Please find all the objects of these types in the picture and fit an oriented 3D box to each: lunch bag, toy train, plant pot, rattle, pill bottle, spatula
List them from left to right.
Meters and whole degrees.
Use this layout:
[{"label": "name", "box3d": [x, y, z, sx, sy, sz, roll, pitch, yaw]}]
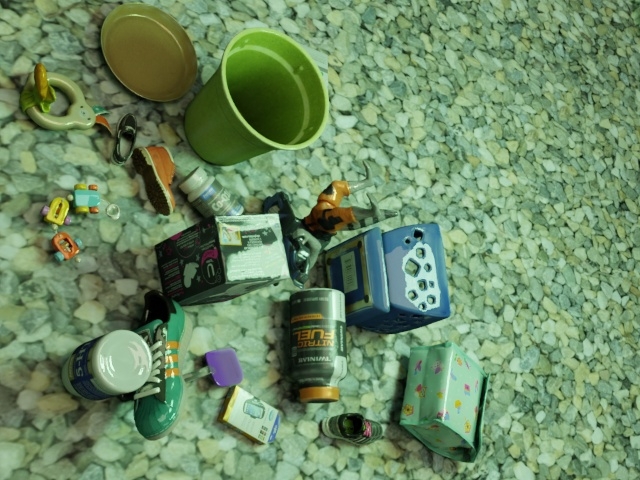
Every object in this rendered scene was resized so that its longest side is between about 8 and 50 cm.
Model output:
[{"label": "toy train", "box3d": [-0.481, -0.036, 1.633, 0.125, 0.046, 0.166, 52, 53, -14]}, {"label": "rattle", "box3d": [-0.483, -0.285, 1.660, 0.199, 0.143, 0.130, 23, 42, -25]}, {"label": "pill bottle", "box3d": [-0.396, 0.232, 1.511, 0.112, 0.186, 0.112, 15, 65, -35]}, {"label": "plant pot", "box3d": [-0.384, -0.415, 1.853, 0.236, 0.032, 0.236, 15, 65, -35]}, {"label": "spatula", "box3d": [-0.279, 0.281, 1.693, 0.296, 0.030, 0.084, -11, 68, -39]}, {"label": "pill bottle", "box3d": [-0.241, -0.092, 1.825, 0.137, 0.078, 0.078, 46, 51, -17]}, {"label": "plant pot", "box3d": [-0.165, -0.287, 1.840, 0.276, 0.254, 0.276, 15, 65, -35]}, {"label": "pill bottle", "box3d": [-0.005, 0.240, 1.868, 0.130, 0.130, 0.246, 12, 67, -36]}, {"label": "plant pot", "box3d": [0.148, 0.092, 1.985, 0.212, 0.236, 0.236, 4, 73, -32]}, {"label": "lunch bag", "box3d": [0.331, 0.409, 2.071, 0.262, 0.160, 0.223, 41, 49, -35]}]

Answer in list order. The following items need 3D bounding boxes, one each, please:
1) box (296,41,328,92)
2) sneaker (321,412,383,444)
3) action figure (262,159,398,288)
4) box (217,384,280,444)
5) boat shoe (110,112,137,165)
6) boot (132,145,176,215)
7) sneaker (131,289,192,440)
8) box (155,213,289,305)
[{"label": "box", "box3d": [-0.047, -0.410, 2.124, 0.145, 0.038, 0.186, 14, 67, -35]}, {"label": "sneaker", "box3d": [0.088, 0.433, 1.913, 0.170, 0.074, 0.063, 19, 64, -34]}, {"label": "action figure", "box3d": [0.000, 0.000, 1.841, 0.178, 0.330, 0.341, 43, 21, -34]}, {"label": "box", "box3d": [-0.148, 0.376, 1.772, 0.136, 0.028, 0.081, 38, 54, -26]}, {"label": "boat shoe", "box3d": [-0.410, -0.218, 1.757, 0.046, 0.038, 0.125, 29, 58, -29]}, {"label": "boot", "box3d": [-0.334, -0.131, 1.779, 0.084, 0.059, 0.158, -18, 86, -47]}, {"label": "sneaker", "box3d": [-0.320, 0.228, 1.578, 0.302, 0.108, 0.121, -93, 158, -45]}, {"label": "box", "box3d": [-0.202, 0.044, 1.696, 0.163, 0.247, 0.142, -3, 78, -40]}]
